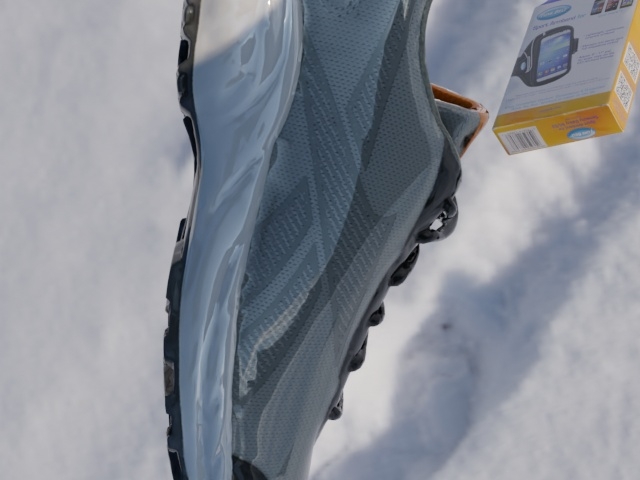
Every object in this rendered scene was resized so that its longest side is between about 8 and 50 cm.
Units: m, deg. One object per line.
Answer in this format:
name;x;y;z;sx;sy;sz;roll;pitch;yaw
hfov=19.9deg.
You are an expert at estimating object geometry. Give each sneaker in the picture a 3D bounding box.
sneaker;0.000;0.000;0.629;0.108;0.100;0.271;5;106;-4

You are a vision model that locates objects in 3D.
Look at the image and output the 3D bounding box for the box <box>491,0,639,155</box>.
box;0.163;-0.114;1.147;0.081;0.136;0.028;-10;129;34
